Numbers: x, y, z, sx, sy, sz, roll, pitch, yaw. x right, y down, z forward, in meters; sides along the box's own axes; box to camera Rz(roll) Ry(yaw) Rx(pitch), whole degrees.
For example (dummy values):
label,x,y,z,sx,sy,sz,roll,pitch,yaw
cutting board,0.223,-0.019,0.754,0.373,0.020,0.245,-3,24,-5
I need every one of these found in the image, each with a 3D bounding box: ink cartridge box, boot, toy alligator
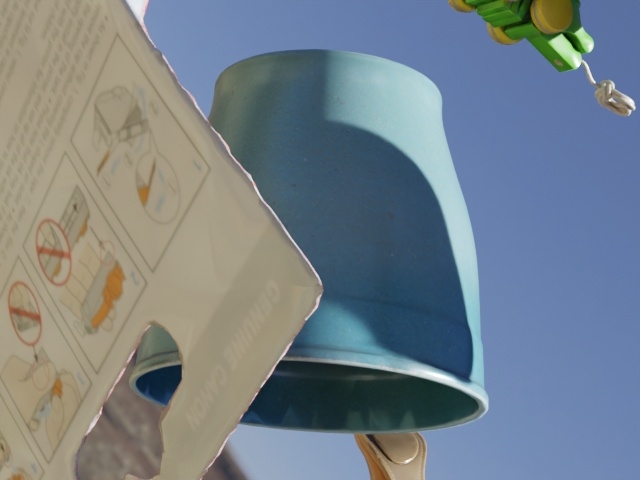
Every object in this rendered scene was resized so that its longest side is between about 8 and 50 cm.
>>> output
label,x,y,z,sx,sy,sz,roll,pitch,yaw
ink cartridge box,-0.125,-0.045,0.852,0.385,0.091,0.308,56,-42,23
boot,0.067,0.284,1.923,0.197,0.073,0.152,56,-45,42
toy alligator,0.145,-0.151,1.205,0.190,0.051,0.056,33,-21,-28

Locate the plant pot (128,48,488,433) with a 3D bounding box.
label,x,y,z,sx,sy,sz,roll,pitch,yaw
plant pot,0.000,0.000,1.429,0.271,0.272,0.255,87,7,-73
